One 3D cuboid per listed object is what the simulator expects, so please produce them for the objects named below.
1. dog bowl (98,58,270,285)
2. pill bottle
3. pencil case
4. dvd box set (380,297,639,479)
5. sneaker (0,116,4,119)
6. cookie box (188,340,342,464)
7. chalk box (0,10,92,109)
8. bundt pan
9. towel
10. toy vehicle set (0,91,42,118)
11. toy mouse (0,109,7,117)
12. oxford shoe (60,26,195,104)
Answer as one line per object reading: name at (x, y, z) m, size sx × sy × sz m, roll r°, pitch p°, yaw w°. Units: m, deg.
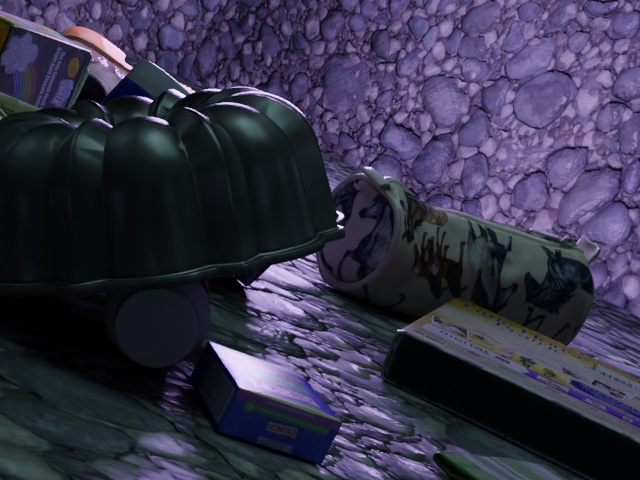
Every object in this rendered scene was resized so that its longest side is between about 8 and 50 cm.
dog bowl at (-0.138, -0.073, 1.675) m, size 0.265 × 0.104 × 0.265 m, roll 43°, pitch -4°, yaw 4°
pill bottle at (-0.132, 0.054, 1.227) m, size 0.086 × 0.086 × 0.152 m, roll 23°, pitch 8°, yaw -9°
pencil case at (0.186, 0.028, 2.026) m, size 0.410 × 0.183 × 0.160 m, roll 18°, pitch 10°, yaw -36°
dvd box set at (0.249, 0.167, 1.709) m, size 0.308 × 0.062 × 0.420 m, roll 25°, pitch 8°, yaw 10°
sneaker at (-0.328, -0.072, 1.543) m, size 0.296 × 0.109 × 0.123 m, roll 23°, pitch 35°, yaw -45°
cookie box at (-0.044, 0.125, 1.170) m, size 0.092 × 0.040 × 0.107 m, roll 22°, pitch 9°, yaw -22°
chalk box at (-0.447, -0.261, 2.275) m, size 0.132 × 0.132 × 0.213 m, roll 30°, pitch 8°, yaw 36°
bundt pan at (-0.146, -0.052, 1.229) m, size 0.331 × 0.124 × 0.331 m, roll -6°, pitch 10°, yaw 1°
towel at (0.180, 0.220, 1.304) m, size 0.152 × 0.023 × 0.113 m, roll 14°, pitch 10°, yaw -44°
toy vehicle set at (-0.413, -0.158, 1.855) m, size 0.267 × 0.035 × 0.166 m, roll 23°, pitch -9°, yaw -12°
toy mouse at (-0.335, -0.098, 1.714) m, size 0.161 × 0.031 × 0.143 m, roll 46°, pitch 18°, yaw -9°
oxford shoe at (-0.315, -0.214, 2.550) m, size 0.364 × 0.130 × 0.132 m, roll 30°, pitch 40°, yaw -2°
